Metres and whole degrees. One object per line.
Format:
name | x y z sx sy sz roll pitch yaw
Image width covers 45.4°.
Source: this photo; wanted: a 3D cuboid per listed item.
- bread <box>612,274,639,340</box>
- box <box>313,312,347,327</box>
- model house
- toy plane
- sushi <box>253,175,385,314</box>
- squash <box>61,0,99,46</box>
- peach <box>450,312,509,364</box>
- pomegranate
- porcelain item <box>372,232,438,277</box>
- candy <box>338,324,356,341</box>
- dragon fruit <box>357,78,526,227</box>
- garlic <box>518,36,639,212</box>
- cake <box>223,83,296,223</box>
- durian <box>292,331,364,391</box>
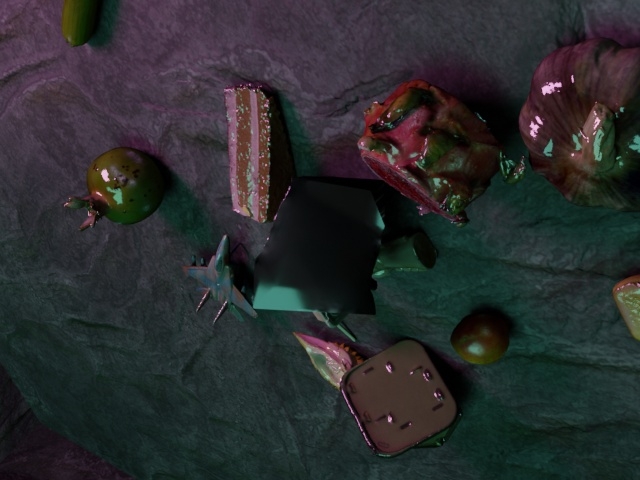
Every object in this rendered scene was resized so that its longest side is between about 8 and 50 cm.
bread | 0.501 0.100 1.170 0.082 0.056 0.115 -22 106 47
box | 0.028 0.110 1.573 0.062 0.122 0.089 3 131 58
model house | 0.196 0.385 1.655 0.218 0.205 0.278 63 -178 38
toy plane | -0.223 0.074 1.781 0.223 0.104 0.326 32 139 11
sushi | 0.000 -0.001 1.378 0.216 0.212 0.227 3 97 1
squash | -0.463 -0.454 1.478 0.069 0.069 0.258 40 144 3
peach | 0.292 0.181 1.412 0.101 0.100 0.100 25 141 22
pomegranate | -0.459 -0.107 1.707 0.181 0.224 0.181 25 134 29
porcelain item | 0.120 0.033 1.457 0.213 0.054 0.084 -13 116 48
candy | 0.011 0.164 1.710 0.194 0.058 0.062 41 114 -16
dragon fruit | 0.154 -0.120 1.122 0.282 0.147 0.211 39 168 42
garlic | 0.361 -0.132 0.968 0.245 0.160 0.245 25 142 21
cake | -0.122 -0.154 1.452 0.116 0.113 0.295 15 131 30
durian | 0.030 0.269 1.778 0.224 0.078 0.140 41 158 19
